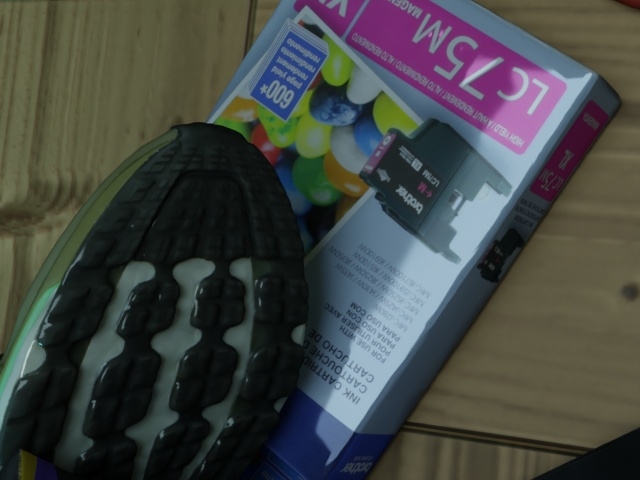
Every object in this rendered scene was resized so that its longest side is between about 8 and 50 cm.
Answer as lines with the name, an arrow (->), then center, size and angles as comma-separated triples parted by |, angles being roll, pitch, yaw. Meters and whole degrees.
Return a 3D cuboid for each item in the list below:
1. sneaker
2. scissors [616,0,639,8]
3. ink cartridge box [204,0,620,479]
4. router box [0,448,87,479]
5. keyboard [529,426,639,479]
sneaker -> -0.149, 0.102, 0.666 | 0.182, 0.158, 0.410 | 47, 121, 41
scissors -> 0.235, -0.115, 0.607 | 0.109, 0.021, 0.297 | -48, 67, 10
ink cartridge box -> 0.000, 0.000, 0.685 | 0.186, 0.065, 0.311 | 37, 102, 26
router box -> -0.131, 0.273, 0.601 | 0.309, 0.243, 0.081 | -47, 30, 17
keyboard -> 0.118, 0.173, 0.610 | 0.180, 0.023, 0.108 | -34, 63, 29
